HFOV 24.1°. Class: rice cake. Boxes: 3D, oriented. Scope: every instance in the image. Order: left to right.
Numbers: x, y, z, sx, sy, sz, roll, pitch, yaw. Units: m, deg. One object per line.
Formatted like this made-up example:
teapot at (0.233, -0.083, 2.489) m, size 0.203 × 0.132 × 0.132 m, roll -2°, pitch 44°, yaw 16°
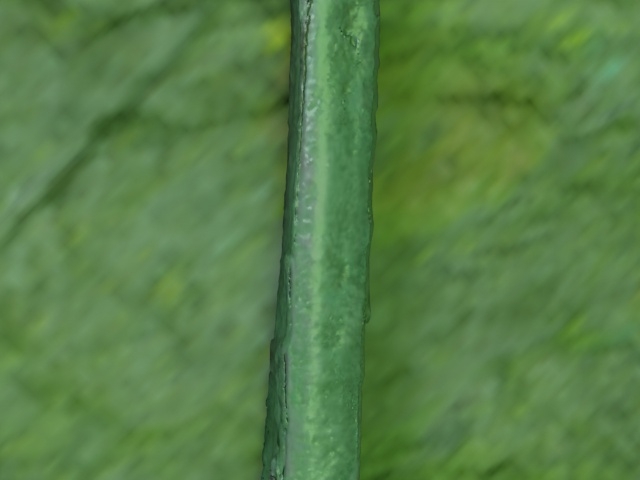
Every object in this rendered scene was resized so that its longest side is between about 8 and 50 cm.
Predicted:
rice cake at (0.001, 0.000, 0.499) m, size 0.033 × 0.033 × 0.208 m, roll 0°, pitch 102°, yaw -16°
